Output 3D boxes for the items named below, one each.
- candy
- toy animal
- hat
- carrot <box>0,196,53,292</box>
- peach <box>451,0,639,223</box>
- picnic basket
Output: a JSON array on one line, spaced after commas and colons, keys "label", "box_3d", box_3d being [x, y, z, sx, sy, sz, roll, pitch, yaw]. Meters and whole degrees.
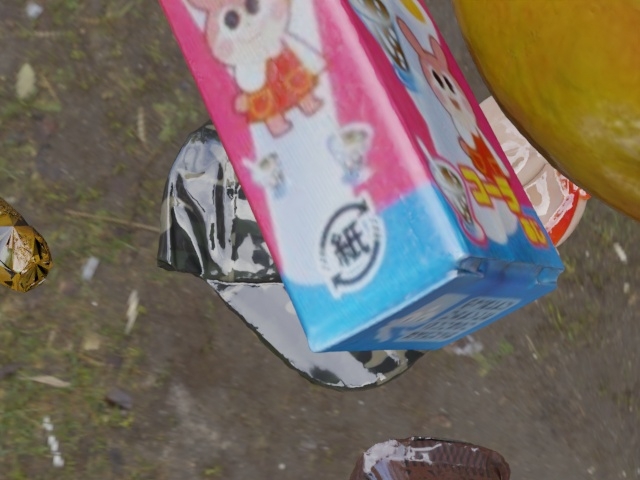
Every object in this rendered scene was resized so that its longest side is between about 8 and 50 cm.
[{"label": "candy", "box_3d": [0.005, -0.093, 0.702, 0.100, 0.157, 0.306, -31, 73, 23]}, {"label": "toy animal", "box_3d": [0.236, -0.074, 1.512, 0.171, 0.198, 0.171, -20, 44, 20]}, {"label": "hat", "box_3d": [0.000, 0.000, 1.750, 0.381, 0.366, 0.257, 29, 127, 19]}, {"label": "carrot", "box_3d": [-0.345, -0.038, 1.251, 0.069, 0.069, 0.228, -46, 67, 1]}, {"label": "peach", "box_3d": [0.229, -0.159, 0.745, 0.308, 0.308, 0.332, -35, 54, 5]}, {"label": "picnic basket", "box_3d": [0.126, 0.402, 1.629, 0.222, 0.129, 0.297, 10, 115, -16]}]
